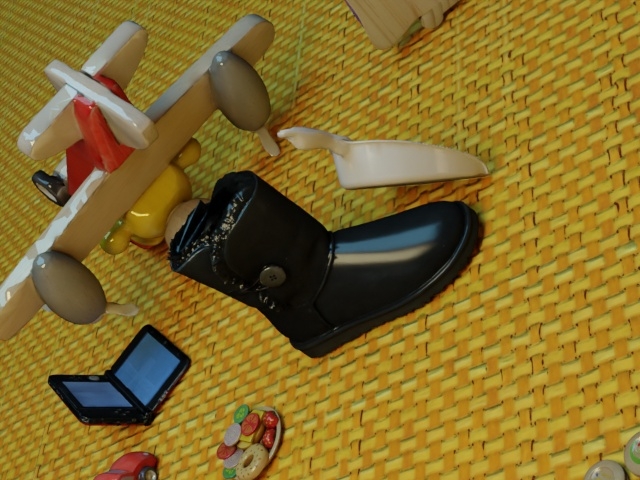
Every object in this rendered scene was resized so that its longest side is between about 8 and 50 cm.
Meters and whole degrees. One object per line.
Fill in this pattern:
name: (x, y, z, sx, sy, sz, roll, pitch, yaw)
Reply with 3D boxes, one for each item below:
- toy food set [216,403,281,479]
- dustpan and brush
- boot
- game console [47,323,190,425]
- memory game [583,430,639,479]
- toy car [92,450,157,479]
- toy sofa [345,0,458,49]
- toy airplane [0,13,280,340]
toy food set: (-0.073, 0.206, 1.181, 0.082, 0.020, 0.083, -1, 60, 51)
dustpan and brush: (0.044, -0.082, 1.128, 0.147, 0.211, 0.060, -4, 91, 49)
boot: (0.000, 0.000, 1.110, 0.246, 0.207, 0.094, -34, 38, 26)
game console: (-0.243, 0.157, 1.382, 0.144, 0.124, 0.085, 26, 108, 57)
memory game: (0.239, 0.211, 0.802, 0.186, 0.012, 0.186, -31, 40, 30)
toy car: (-0.232, 0.351, 1.215, 0.239, 0.053, 0.225, -55, 33, -2)
toy sofa: (0.030, -0.401, 1.298, 0.177, 0.362, 0.150, -36, 37, 16)
toy airplane: (-0.210, -0.078, 1.384, 0.386, 0.272, 0.384, -51, -1, 28)
